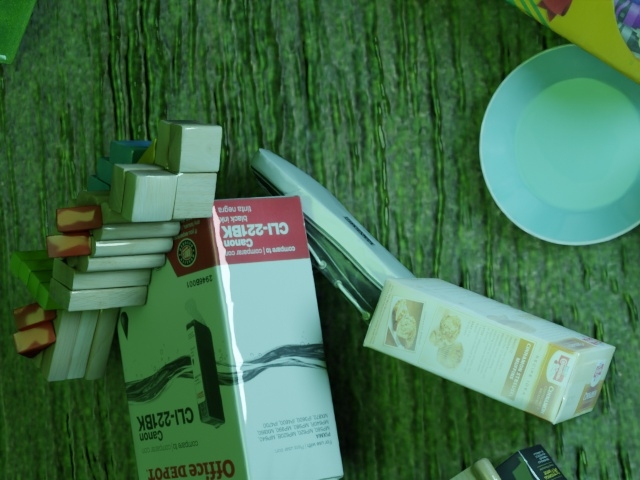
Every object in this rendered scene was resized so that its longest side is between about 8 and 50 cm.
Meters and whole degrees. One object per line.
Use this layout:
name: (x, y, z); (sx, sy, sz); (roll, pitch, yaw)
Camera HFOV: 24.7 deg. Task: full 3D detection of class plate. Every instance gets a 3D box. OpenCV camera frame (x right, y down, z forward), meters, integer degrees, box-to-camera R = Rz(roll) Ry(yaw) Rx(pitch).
plate: (0.240, -0.089, 1.353); (0.188, 0.024, 0.188); (-1, 88, 24)

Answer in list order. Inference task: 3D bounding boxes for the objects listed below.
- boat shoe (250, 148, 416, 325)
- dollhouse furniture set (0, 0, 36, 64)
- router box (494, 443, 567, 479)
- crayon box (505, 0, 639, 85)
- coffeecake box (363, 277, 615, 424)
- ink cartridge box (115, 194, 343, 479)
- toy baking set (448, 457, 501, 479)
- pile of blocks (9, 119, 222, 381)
boat shoe: (0.000, 0.000, 1.423); (0.219, 0.078, 0.070); (45, 103, 17)
dollhouse furniture set: (-0.464, -0.212, 1.641); (0.197, 0.151, 0.301); (52, 126, 38)
router box: (0.149, 0.375, 1.340); (0.309, 0.081, 0.243); (-40, 73, 17)
crayon box: (0.273, -0.263, 1.267); (0.318, 0.081, 0.202); (37, 121, 26)
coffeecake box: (0.155, 0.095, 1.316); (0.185, 0.142, 0.068); (21, 97, 23)
ink cartridge box: (-0.096, 0.110, 1.401); (0.197, 0.114, 0.272); (-17, 81, 51)
toy baking set: (0.134, 0.324, 1.291); (0.197, 0.030, 0.256); (-12, 82, 26)
pile of blocks: (-0.223, -0.005, 1.370); (0.362, 0.113, 0.149); (-52, 54, 39)
